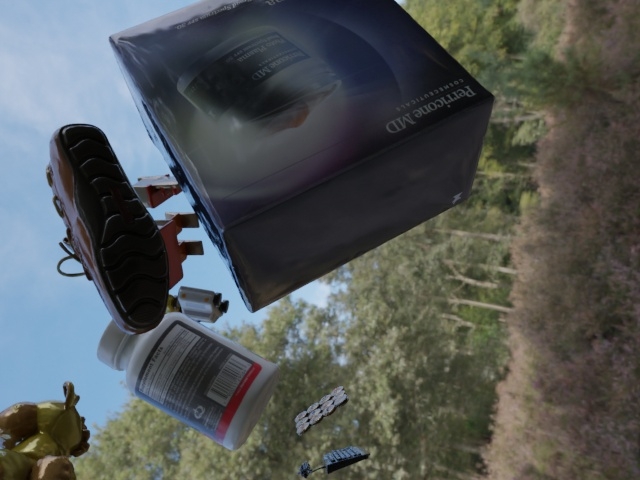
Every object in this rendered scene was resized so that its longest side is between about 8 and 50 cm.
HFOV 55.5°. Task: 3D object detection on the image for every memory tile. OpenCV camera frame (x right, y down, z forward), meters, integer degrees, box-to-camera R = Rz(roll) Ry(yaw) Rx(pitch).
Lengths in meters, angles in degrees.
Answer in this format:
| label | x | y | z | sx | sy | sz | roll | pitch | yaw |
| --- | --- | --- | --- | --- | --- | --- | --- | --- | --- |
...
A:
| label | x | y | z | sx | sy | sz | roll | pitch | yaw |
| --- | --- | --- | --- | --- | --- | --- | --- | --- | --- |
| memory tile | 0.001 | 0.409 | 1.469 | 0.012 | 0.148 | 0.113 | 55 | 178 | -7 |

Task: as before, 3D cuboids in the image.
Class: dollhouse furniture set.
| label | x | y | z | sx | sy | sz | roll | pitch | yaw |
| --- | --- | --- | --- | --- | --- | --- | --- | --- | --- |
| dollhouse furniture set | -0.355 | -0.015 | 1.399 | 0.262 | 0.135 | 0.259 | -58 | -34 | -63 |

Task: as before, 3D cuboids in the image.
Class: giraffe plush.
| label | x | y | z | sx | sy | sz | roll | pitch | yaw |
| --- | --- | --- | --- | --- | --- | --- | --- | --- | --- |
| giraffe plush | -0.373 | 0.279 | 0.798 | 0.210 | 0.181 | 0.170 | 42 | -153 | -39 |

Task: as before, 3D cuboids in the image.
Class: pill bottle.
| label | x | y | z | sx | sy | sz | roll | pitch | yaw |
| --- | --- | --- | --- | --- | --- | --- | --- | --- | --- |
| pill bottle | -0.252 | 0.244 | 1.152 | 0.176 | 0.319 | 0.176 | -60 | -9 | -17 |

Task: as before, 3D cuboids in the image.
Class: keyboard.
| label | x | y | z | sx | sy | sz | roll | pitch | yaw |
| --- | --- | --- | --- | --- | --- | --- | --- | --- | --- |
| keyboard | 0.027 | 0.605 | 1.669 | 0.317 | 0.202 | 0.033 | 97 | 153 | -74 |

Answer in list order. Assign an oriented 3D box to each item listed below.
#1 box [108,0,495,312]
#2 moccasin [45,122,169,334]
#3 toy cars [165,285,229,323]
| label | x | y | z | sx | sy | sz | roll | pitch | yaw |
| --- | --- | --- | --- | --- | --- | --- | --- | --- | --- |
| box | -0.024 | -0.133 | 0.675 | 0.296 | 0.294 | 0.182 | -28 | -28 | -13 |
| moccasin | -0.369 | -0.012 | 1.023 | 0.139 | 0.380 | 0.147 | -20 | -17 | -46 |
| toy cars | -0.352 | 0.178 | 1.533 | 0.177 | 0.394 | 0.087 | 21 | -109 | -36 |
